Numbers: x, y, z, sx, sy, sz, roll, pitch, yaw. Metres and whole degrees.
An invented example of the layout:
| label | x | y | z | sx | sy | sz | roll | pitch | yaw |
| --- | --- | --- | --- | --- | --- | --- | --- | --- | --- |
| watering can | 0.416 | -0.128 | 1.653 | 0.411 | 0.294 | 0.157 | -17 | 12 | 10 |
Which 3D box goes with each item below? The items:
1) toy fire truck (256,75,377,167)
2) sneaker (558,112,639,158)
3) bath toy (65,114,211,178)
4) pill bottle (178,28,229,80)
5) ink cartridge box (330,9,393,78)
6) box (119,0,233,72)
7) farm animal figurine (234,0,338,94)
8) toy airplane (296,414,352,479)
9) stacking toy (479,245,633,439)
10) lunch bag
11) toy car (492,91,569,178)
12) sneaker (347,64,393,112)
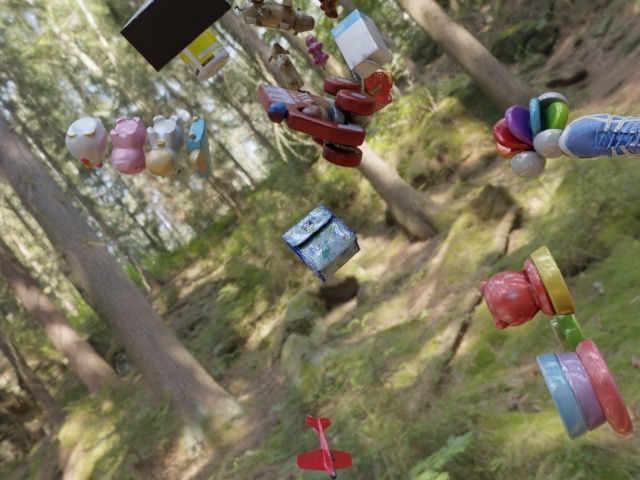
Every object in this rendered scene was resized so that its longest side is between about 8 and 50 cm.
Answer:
| label | x | y | z | sx | sy | sz | roll | pitch | yaw |
| --- | --- | --- | --- | --- | --- | --- | --- | --- | --- |
| toy fire truck | -0.018 | -0.305 | 1.564 | 0.254 | 0.302 | 0.169 | 6 | -63 | -18 |
| sneaker | 0.516 | -0.182 | 1.094 | 0.211 | 0.080 | 0.081 | -7 | 9 | 0 |
| bath toy | -0.440 | -0.215 | 1.540 | 0.129 | 0.348 | 0.151 | 83 | -166 | -47 |
| pill bottle | -0.366 | -0.567 | 1.809 | 0.117 | 0.215 | 0.117 | -40 | 7 | 5 |
| ink cartridge box | 0.107 | -0.484 | 1.608 | 0.090 | 0.143 | 0.092 | -32 | -17 | 26 |
| box | -0.260 | -0.451 | 1.222 | 0.184 | 0.103 | 0.261 | -37 | 27 | 18 |
| farm animal figurine | -0.105 | -0.656 | 1.971 | 0.330 | 0.327 | 0.172 | -63 | 10 | 10 |
| toy airplane | 0.009 | 0.408 | 1.265 | 0.028 | 0.151 | 0.151 | -46 | -12 | 29 |
| stacking toy | 0.389 | 0.199 | 1.069 | 0.130 | 0.309 | 0.279 | -24 | -39 | 14 |
| lunch bag | 0.000 | 0.000 | 1.526 | 0.129 | 0.151 | 0.096 | -40 | -27 | -8 |
| toy car | 0.452 | -0.239 | 1.391 | 0.182 | 0.136 | 0.159 | 129 | 157 | -56 |
| sneaker | 0.161 | -0.489 | 1.940 | 0.118 | 0.107 | 0.279 | -24 | -21 | 6 |
